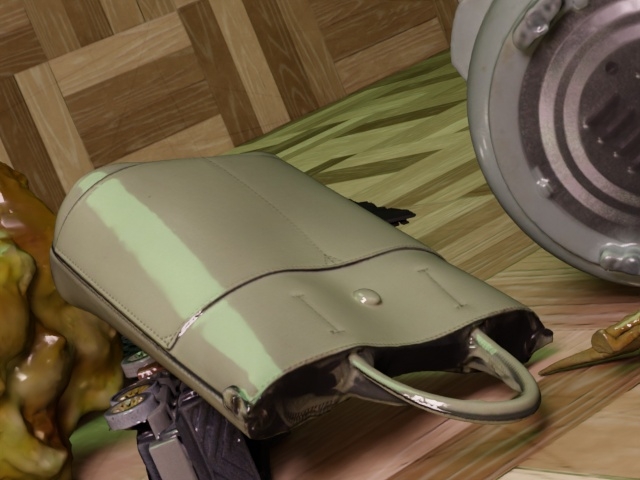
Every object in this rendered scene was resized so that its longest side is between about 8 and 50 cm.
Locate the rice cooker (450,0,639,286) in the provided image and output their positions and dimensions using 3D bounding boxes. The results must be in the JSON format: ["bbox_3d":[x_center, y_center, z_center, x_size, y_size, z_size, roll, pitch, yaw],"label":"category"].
[{"bbox_3d":[0.235,-0.117,0.982,0.317,0.264,0.316,3,20,-1],"label":"rice cooker"}]

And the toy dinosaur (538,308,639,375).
[{"bbox_3d":[0.208,0.043,0.821,0.126,0.039,0.162,-25,2,-20],"label":"toy dinosaur"}]

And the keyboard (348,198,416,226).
[{"bbox_3d":[0.015,-0.020,1.356,0.074,0.015,0.196,-18,11,-21],"label":"keyboard"}]

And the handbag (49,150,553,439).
[{"bbox_3d":[-0.001,0.051,0.869,0.241,0.109,0.315,-10,33,-42],"label":"handbag"}]

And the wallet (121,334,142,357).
[{"bbox_3d":[-0.118,0.054,1.343,0.342,0.075,0.237,-14,6,-8],"label":"wallet"}]

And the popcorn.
[{"bbox_3d":[-0.279,0.092,1.023,0.247,0.282,0.282,-13,13,35],"label":"popcorn"}]

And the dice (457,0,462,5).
[{"bbox_3d":[0.267,-0.217,1.318,0.277,0.304,0.304,-20,10,10],"label":"dice"}]

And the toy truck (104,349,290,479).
[{"bbox_3d":[-0.074,0.113,0.924,0.092,0.083,0.192,-22,10,1],"label":"toy truck"}]
